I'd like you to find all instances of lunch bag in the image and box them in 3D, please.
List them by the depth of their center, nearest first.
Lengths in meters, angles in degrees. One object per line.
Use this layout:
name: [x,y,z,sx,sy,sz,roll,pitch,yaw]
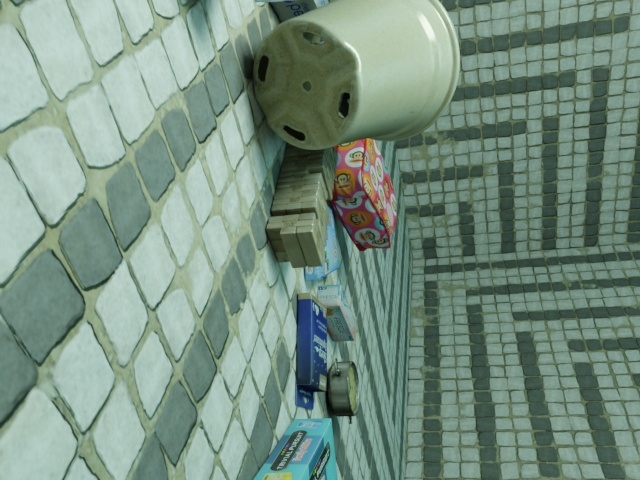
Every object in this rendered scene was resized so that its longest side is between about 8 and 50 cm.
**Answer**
lunch bag: [0.118,-0.143,1.548,0.293,0.120,0.258,61,30,-44]

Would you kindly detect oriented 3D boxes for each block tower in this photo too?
block tower: [-0.030,-0.097,1.187,0.335,0.091,0.097,-81,162,-47]

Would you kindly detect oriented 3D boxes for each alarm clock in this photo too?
alarm clock: [0.051,0.344,1.426,0.129,0.064,0.192,-81,163,-45]

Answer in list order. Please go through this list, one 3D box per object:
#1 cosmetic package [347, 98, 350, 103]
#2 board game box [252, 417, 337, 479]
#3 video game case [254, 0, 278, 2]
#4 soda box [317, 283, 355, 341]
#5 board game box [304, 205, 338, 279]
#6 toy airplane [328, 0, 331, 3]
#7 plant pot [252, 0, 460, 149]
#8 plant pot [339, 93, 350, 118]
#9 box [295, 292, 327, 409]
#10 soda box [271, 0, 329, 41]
cosmetic package: [0.146,-0.533,1.858,0.365,0.197,0.155,-59,142,-66]
board game box: [-0.027,0.511,1.008,0.254,0.079,0.335,-24,108,-76]
video game case: [-0.093,-0.505,0.818,0.244,0.061,0.269,93,-18,-48]
soda box: [0.041,0.180,1.456,0.183,0.058,0.062,69,21,-52]
board game box: [0.000,0.000,1.389,0.211,0.039,0.160,-15,100,-76]
toy airplane: [0.173,-0.786,1.675,0.272,0.386,0.384,46,9,32]
plant pot: [0.050,-0.314,1.116,0.305,0.334,0.333,-35,122,-50]
plant pot: [0.078,-0.386,1.589,0.167,0.188,0.187,-64,148,-87]
box: [-0.017,0.234,1.247,0.136,0.037,0.225,53,35,-66]
soda box: [-0.052,-0.524,1.243,0.286,0.091,0.098,38,48,-72]
